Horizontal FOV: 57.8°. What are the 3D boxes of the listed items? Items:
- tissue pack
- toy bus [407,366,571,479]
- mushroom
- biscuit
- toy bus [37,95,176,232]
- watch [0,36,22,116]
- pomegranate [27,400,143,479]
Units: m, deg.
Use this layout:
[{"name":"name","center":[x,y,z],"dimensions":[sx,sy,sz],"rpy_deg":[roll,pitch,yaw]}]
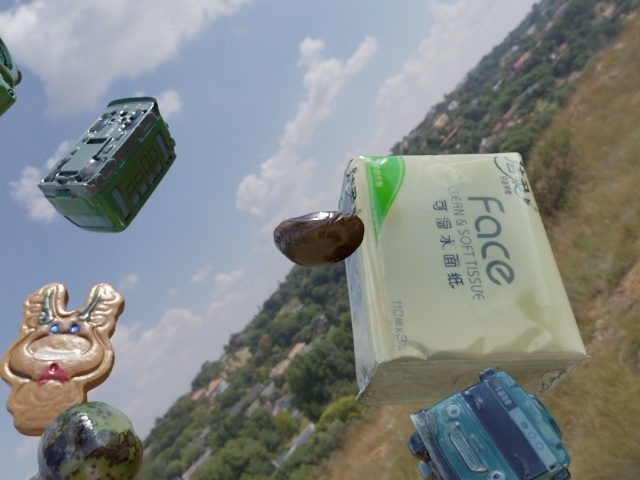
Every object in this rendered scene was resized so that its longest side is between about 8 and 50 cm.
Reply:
[{"name":"tissue pack","center":[0.212,0.054,0.990],"dimensions":[0.205,0.331,0.405],"rpy_deg":[98,170,-56]},{"name":"toy bus","center":[0.192,0.257,0.657],"dimensions":[0.147,0.128,0.256],"rpy_deg":[-29,-37,-5]},{"name":"mushroom","center":[0.000,0.000,0.730],"dimensions":[0.123,0.052,0.123],"rpy_deg":[-10,-20,-3]},{"name":"biscuit","center":[-0.496,0.210,1.110],"dimensions":[0.047,0.201,0.334],"rpy_deg":[101,170,-46]},{"name":"toy bus","center":[-0.503,-0.180,1.438],"dimensions":[0.344,0.183,0.200],"rpy_deg":[-66,-33,-37]},{"name":"watch","center":[-0.382,-0.159,0.540],"dimensions":[0.151,0.131,0.165],"rpy_deg":[-30,36,0]},{"name":"pomegranate","center":[-0.280,0.275,0.683],"dimensions":[0.138,0.125,0.163],"rpy_deg":[-22,42,56]}]
